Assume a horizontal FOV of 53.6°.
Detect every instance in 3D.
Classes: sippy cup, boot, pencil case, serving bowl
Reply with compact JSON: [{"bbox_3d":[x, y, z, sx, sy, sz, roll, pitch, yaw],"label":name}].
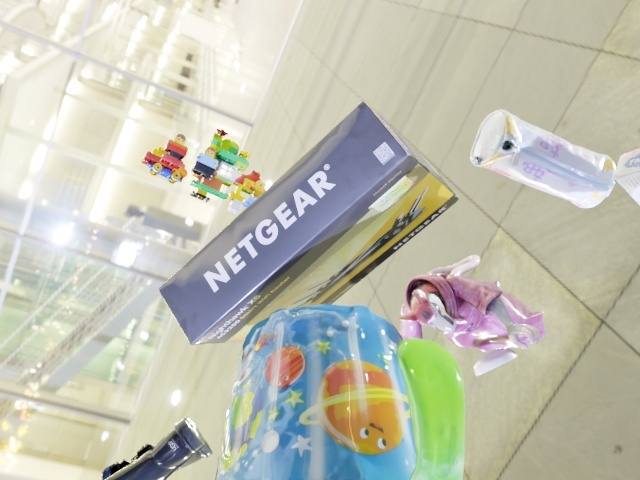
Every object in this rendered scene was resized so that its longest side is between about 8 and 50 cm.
[{"bbox_3d":[0.005,0.190,0.598,0.305,0.240,0.224,-16,53,19],"label":"sippy cup"},{"bbox_3d":[-0.333,0.454,1.285,0.207,0.094,0.246,-34,-14,-14],"label":"boot"},{"bbox_3d":[0.425,-0.154,1.207,0.124,0.273,0.114,-161,90,-73],"label":"pencil case"},{"bbox_3d":[0.313,0.216,1.148,0.027,0.083,0.083,63,145,15],"label":"serving bowl"}]

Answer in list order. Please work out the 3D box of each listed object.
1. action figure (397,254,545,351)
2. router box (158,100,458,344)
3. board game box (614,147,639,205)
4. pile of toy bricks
[{"bbox_3d":[0.248,0.106,1.114,0.248,0.370,0.276,-29,61,28],"label":"action figure"},{"bbox_3d":[0.000,0.000,0.753,0.309,0.243,0.081,-41,70,15],"label":"router box"},{"bbox_3d":[0.738,-0.076,1.074,0.318,0.318,0.066,-21,36,54],"label":"board game box"},{"bbox_3d":[-0.163,-0.125,1.009,0.118,0.212,0.105,-20,50,58],"label":"pile of toy bricks"}]
